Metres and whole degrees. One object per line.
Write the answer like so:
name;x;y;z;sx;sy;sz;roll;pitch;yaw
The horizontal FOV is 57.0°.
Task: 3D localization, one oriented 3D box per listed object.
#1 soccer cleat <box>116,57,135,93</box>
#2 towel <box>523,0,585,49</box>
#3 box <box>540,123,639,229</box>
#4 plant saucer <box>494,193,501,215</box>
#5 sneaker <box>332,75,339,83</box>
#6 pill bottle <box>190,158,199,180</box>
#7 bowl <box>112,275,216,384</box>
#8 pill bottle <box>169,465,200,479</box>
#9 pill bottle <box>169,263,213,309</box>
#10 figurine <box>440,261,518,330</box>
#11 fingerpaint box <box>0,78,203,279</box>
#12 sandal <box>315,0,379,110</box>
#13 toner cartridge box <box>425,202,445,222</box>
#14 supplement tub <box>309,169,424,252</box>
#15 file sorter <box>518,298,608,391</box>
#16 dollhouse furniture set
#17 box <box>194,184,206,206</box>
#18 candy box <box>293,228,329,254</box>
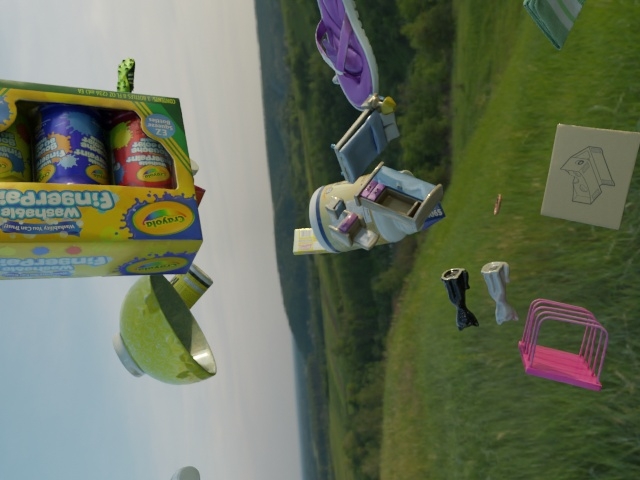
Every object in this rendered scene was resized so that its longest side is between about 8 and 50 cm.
soccer cleat;-0.700;-0.584;2.134;0.072;0.060;0.179;76;-168;-60
towel;0.626;-0.669;1.441;0.038;0.247;0.325;34;101;41
box;0.570;-0.137;1.254;0.021;0.164;0.201;-12;-67;-58
plant saucer;0.689;-0.138;2.285;0.083;0.013;0.084;12;-90;-81
sneaker;0.061;-0.506;1.761;0.069;0.098;0.038;27;-120;-43
pill bottle;-0.535;-0.206;2.154;0.208;0.117;0.118;-50;23;21
bowl;-0.379;0.225;1.356;0.290;0.156;0.289;59;176;7
pill bottle;-0.305;0.546;1.319;0.116;0.065;0.065;123;148;-47
pill bottle;-0.475;0.183;2.008;0.119;0.208;0.119;40;175;5
figurine;0.521;0.188;1.908;0.092;0.214;0.210;-46;-59;-61
fingerpaint box;-0.489;-0.120;1.173;0.163;0.444;0.371;-50;47;51
sandal;0.038;-0.536;1.555;0.169;0.102;0.417;-8;101;65
toner cartridge box;0.341;-0.072;2.473;0.165;0.347;0.075;-39;69;55
supplement tub;0.149;-0.093;1.870;0.228;0.316;0.229;29;-125;-53
file sorter;0.728;0.297;1.775;0.290;0.202;0.183;-21;-58;-75
dollhouse furniture set;0.149;-0.160;1.473;0.286;0.198;0.303;-51;-34;-21
box;-0.471;-0.127;1.882;0.256;0.128;0.123;2;70;66
candy box;0.000;0.000;2.258;0.027;0.205;0.105;70;-160;-58
